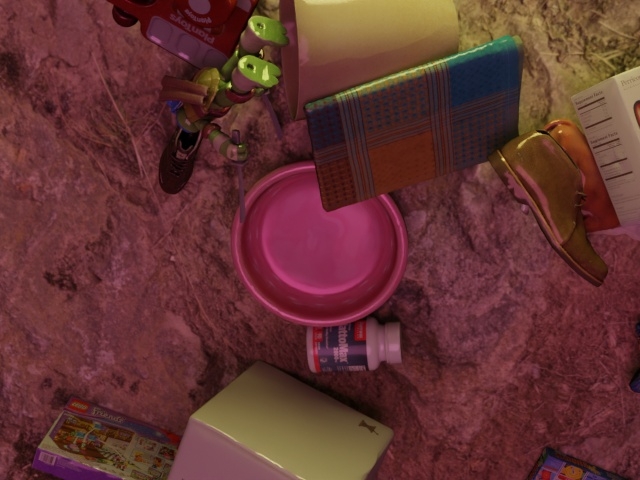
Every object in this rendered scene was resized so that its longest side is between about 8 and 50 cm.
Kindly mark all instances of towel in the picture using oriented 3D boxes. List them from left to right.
[{"bbox_3d":[0.162,-0.192,1.589,0.370,0.040,0.271,-18,143,-5],"label":"towel"}]

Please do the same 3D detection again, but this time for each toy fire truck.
[{"bbox_3d":[-0.254,-0.423,1.597,0.302,0.169,0.254,27,139,-8],"label":"toy fire truck"}]

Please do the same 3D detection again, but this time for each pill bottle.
[{"bbox_3d":[0.068,0.202,1.848,0.180,0.108,0.107,-4,112,7],"label":"pill bottle"}]

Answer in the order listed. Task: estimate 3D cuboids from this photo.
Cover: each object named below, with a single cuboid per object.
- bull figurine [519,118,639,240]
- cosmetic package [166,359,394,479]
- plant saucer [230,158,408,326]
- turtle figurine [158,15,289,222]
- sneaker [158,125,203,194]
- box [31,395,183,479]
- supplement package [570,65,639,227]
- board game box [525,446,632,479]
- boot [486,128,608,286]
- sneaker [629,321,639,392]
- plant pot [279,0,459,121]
[{"bbox_3d":[0.474,-0.078,1.690,0.188,0.101,0.310,-40,104,21],"label":"bull figurine"},{"bbox_3d":[-0.106,0.513,1.830,0.328,0.329,0.393,26,109,13],"label":"cosmetic package"},{"bbox_3d":[0.000,0.000,1.782,0.332,0.084,0.332,2,111,6],"label":"plant saucer"},{"bbox_3d":[-0.115,-0.230,1.594,0.274,0.198,0.266,49,143,1],"label":"turtle figurine"},{"bbox_3d":[-0.262,-0.164,1.751,0.066,0.071,0.188,22,113,-3],"label":"sneaker"},{"bbox_3d":[-0.417,0.442,1.950,0.293,0.201,0.057,21,112,-2],"label":"box"},{"bbox_3d":[0.545,-0.163,1.569,0.139,0.134,0.244,-22,90,-18],"label":"supplement package"},{"bbox_3d":[0.533,0.526,1.971,0.201,0.035,0.136,23,113,-3],"label":"board game box"},{"bbox_3d":[0.417,-0.053,1.603,0.115,0.112,0.305,-36,104,13],"label":"boot"},{"bbox_3d":[0.639,0.191,1.806,0.087,0.083,0.221,23,108,11],"label":"sneaker"},{"bbox_3d":[0.081,-0.335,1.572,0.274,0.256,0.256,-5,113,-8],"label":"plant pot"}]
